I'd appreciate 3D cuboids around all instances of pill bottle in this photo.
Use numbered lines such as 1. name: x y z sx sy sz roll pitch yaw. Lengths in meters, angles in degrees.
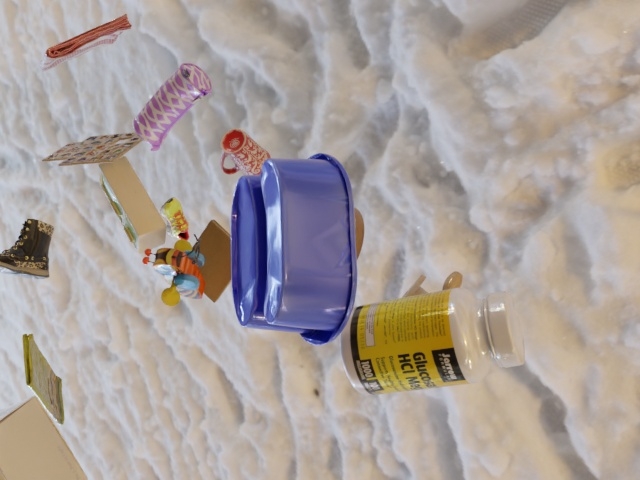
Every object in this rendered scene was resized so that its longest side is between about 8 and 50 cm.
1. pill bottle: 0.222 0.199 1.230 0.333 0.188 0.188 -14 91 25

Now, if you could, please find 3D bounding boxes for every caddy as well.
1. caddy: -0.035 0.012 1.080 0.241 0.179 0.342 -17 73 58

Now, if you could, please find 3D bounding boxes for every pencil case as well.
1. pencil case: -0.317 -0.289 1.326 0.206 0.086 0.088 -37 84 30

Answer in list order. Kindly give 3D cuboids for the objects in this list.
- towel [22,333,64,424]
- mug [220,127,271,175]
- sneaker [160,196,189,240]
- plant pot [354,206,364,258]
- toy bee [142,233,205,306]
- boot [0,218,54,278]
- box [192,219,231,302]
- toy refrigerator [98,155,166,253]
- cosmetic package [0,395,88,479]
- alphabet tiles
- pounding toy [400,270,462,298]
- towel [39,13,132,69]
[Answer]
1. towel: -0.519 0.267 1.165 0.237 0.021 0.102 103 149 -56
2. mug: -0.257 -0.273 2.015 0.113 0.169 0.150 38 87 27
3. sneaker: -0.522 -0.075 2.273 0.094 0.081 0.209 35 151 25
4. plant pot: 0.000 0.000 1.615 0.237 0.109 0.238 -34 44 41
5. toy bee: -0.405 0.063 1.720 0.195 0.162 0.298 -83 4 -51
6. boot: -0.946 0.014 1.918 0.085 0.236 0.179 -9 69 36
7. box: -0.323 0.064 1.870 0.164 0.021 0.201 41 109 11
8. toy refrigerator: -0.550 -0.103 1.784 0.270 0.094 0.102 55 150 19
9. cosmetic package: -0.521 0.363 0.912 0.309 0.113 0.160 -23 99 21
10. alphabet tiles: -0.572 -0.231 1.559 0.237 0.198 0.009 -2 120 18
11. pounding toy: 0.248 0.189 1.478 0.154 0.154 0.270 39 146 8
12. towel: -0.666 -0.541 1.724 0.329 0.237 0.037 15 134 62
